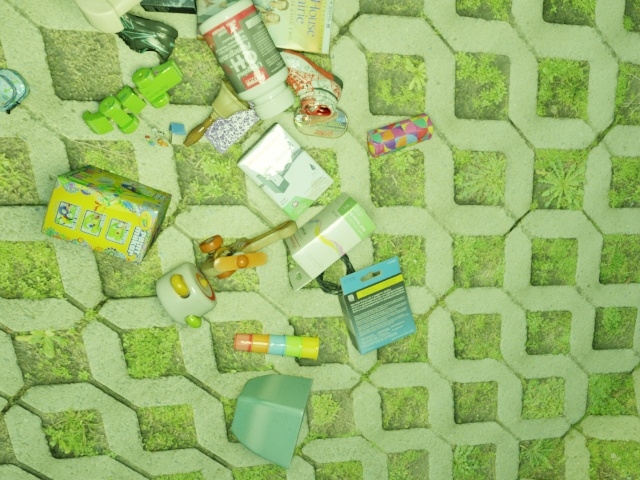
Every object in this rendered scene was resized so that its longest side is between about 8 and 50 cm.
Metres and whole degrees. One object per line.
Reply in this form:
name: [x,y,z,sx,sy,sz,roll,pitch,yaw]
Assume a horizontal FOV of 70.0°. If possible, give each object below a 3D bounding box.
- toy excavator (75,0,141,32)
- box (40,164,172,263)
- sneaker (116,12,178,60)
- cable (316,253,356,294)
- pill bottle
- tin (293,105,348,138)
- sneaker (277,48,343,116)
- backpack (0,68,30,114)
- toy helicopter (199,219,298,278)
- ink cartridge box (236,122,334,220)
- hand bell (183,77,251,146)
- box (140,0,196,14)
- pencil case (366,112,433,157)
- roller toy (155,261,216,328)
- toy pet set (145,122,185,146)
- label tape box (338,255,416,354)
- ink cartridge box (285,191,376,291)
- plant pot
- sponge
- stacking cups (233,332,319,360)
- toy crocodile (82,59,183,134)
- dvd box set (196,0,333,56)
toy excavator: [-0.450,-0.797,1.188,0.434,0.222,0.444,-18,81,-9]
box: [-0.639,-0.090,1.413,0.280,0.290,0.176,20,101,-14]
sneaker: [-0.573,-0.631,1.377,0.268,0.101,0.106,14,104,-13]
cable: [0.049,0.116,1.727,0.151,0.047,0.184,-27,112,3]
pill bottle: [-0.206,-0.536,1.377,0.177,0.176,0.318,-31,116,-1]
tin: [0.001,-0.410,1.574,0.190,0.040,0.106,6,100,-12]
sneaker: [-0.059,-0.504,1.482,0.270,0.090,0.144,21,69,-18]
backpack: [-0.942,-0.453,1.367,0.114,0.084,0.105,-39,110,-1]
toy helicopter: [-0.239,0.025,1.545,0.355,0.235,0.140,-26,108,-2]
ink cartridge box: [-0.122,-0.235,1.557,0.198,0.115,0.273,-45,108,4]
hand bell: [-0.353,-0.388,1.463,0.242,0.126,0.126,-38,109,15]
box: [-0.455,-0.771,1.363,0.159,0.093,0.155,-2,105,-11]
pencil case: [0.277,-0.369,1.606,0.237,0.104,0.104,-19,108,-7]
roller toy: [-0.455,0.176,1.570,0.146,0.191,0.209,-33,119,0]
toy pet set: [-0.494,-0.344,1.462,0.114,0.122,0.065,-1,114,-30]
label tape box: [0.204,0.233,1.739,0.241,0.106,0.333,-20,108,-11]
ink cartridge box: [0.000,0.000,1.595,0.354,0.207,0.119,-39,109,1]
plant pot: [-0.191,0.655,1.733,0.253,0.248,0.246,14,103,5]
sponge: [-0.294,-0.401,1.526,0.210,0.031,0.117,-42,107,4]
stacking cups: [-0.169,0.394,1.746,0.317,0.096,0.095,9,103,-7]
toy crocodile: [-0.583,-0.446,1.429,0.341,0.105,0.115,-38,150,1]
dvd box set: [-0.168,-0.765,1.432,0.421,0.062,0.307,4,105,-11]
